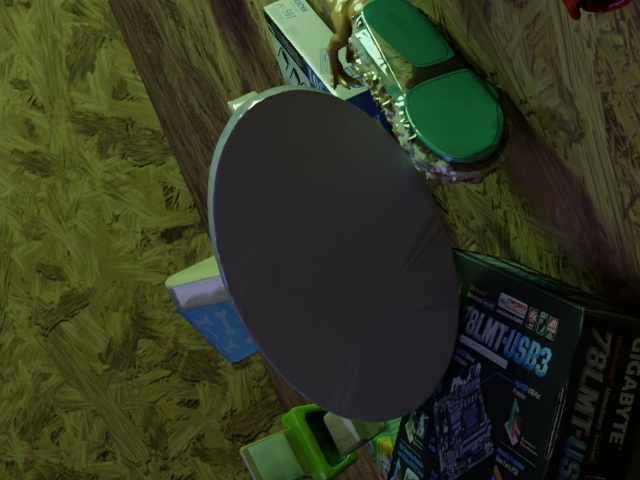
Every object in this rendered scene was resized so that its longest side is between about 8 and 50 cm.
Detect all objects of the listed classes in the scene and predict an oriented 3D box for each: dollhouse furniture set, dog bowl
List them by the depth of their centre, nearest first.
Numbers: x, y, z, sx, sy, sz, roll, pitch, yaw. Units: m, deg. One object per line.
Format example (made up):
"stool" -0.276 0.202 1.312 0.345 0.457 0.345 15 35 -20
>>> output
"dog bowl" -0.008 0.021 1.448 0.166 0.297 0.074 -31 92 42
"dollhouse furniture set" 0.047 0.230 1.642 0.301 0.151 0.198 -43 70 51

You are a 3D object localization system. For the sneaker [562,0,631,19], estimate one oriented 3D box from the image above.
"sneaker" 0.110 -0.180 0.851 0.221 0.087 0.128 -145 34 -74

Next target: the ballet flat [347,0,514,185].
"ballet flat" 0.086 -0.101 1.163 0.241 0.091 0.077 -111 11 -49

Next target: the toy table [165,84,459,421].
"toy table" 0.000 0.000 1.240 0.161 0.252 0.274 -139 35 -73

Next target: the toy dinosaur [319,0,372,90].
"toy dinosaur" 0.026 -0.202 1.377 0.211 0.064 0.112 40 136 49

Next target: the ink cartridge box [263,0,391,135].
"ink cartridge box" 0.008 -0.162 1.560 0.207 0.046 0.097 55 167 47

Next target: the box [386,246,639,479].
"box" 0.134 0.170 1.165 0.295 0.073 0.293 -153 77 -73

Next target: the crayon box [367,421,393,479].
"crayon box" 0.152 0.316 1.829 0.203 0.083 0.323 66 170 -2
